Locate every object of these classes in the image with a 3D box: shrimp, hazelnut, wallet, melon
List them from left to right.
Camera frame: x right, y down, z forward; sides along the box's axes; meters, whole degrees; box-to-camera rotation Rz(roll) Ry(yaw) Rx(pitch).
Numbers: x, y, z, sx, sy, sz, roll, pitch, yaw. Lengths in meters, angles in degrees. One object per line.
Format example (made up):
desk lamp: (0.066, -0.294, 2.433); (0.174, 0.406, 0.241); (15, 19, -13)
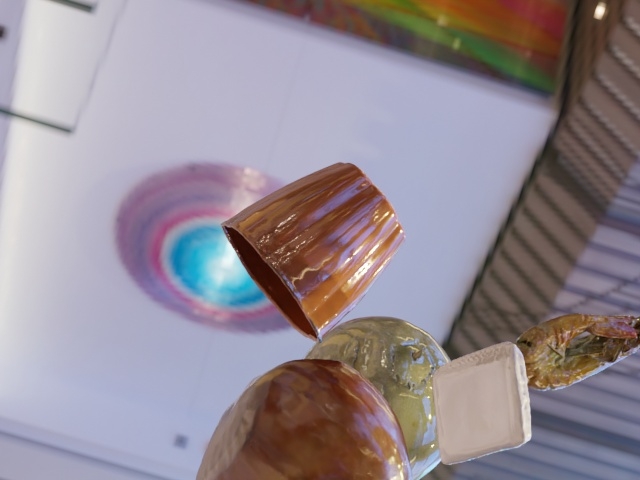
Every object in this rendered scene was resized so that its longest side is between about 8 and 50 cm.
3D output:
hazelnut: (-0.007, 0.213, 1.360); (0.186, 0.210, 0.210); (-100, -155, -63)
melon: (0.087, 0.254, 2.215); (0.330, 0.268, 0.268); (116, -10, -48)
wallet: (0.188, 0.191, 1.663); (0.183, 0.031, 0.124); (-32, -122, 57)
shrimp: (0.426, 0.164, 2.279); (0.061, 0.267, 0.145); (-91, 164, -53)

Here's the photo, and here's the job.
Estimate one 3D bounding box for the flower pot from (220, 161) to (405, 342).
flower pot: (0.000, 0.000, 1.743); (0.173, 0.191, 0.190); (-40, 178, -10)
